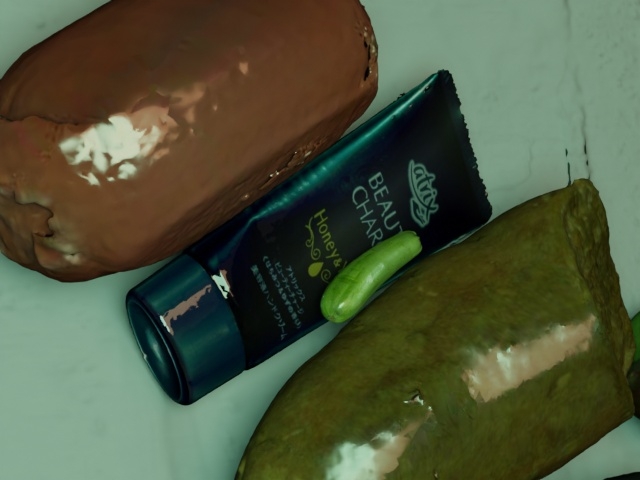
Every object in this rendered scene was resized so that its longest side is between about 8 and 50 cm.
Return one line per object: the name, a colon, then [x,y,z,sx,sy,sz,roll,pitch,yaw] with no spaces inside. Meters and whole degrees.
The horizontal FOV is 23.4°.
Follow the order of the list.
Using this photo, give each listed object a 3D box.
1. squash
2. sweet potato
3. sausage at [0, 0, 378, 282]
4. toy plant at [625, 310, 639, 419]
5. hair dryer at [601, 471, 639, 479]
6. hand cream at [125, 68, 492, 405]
squash: [0.031,0.021,0.976,0.089,0.027,0.027,-42,97,-34]
sweet potato: [0.065,0.104,0.967,0.370,0.158,0.157,-31,93,-16]
sausage: [-0.087,-0.083,0.930,0.280,0.152,0.152,-34,94,-24]
toy plant: [0.280,0.115,1.075,0.162,0.093,0.092,38,69,-12]
hair dryer: [0.217,0.309,1.018,0.244,0.116,0.302,15,83,-16]
hand cream: [0.000,0.000,0.996,0.270,0.061,0.120,-34,119,-27]
